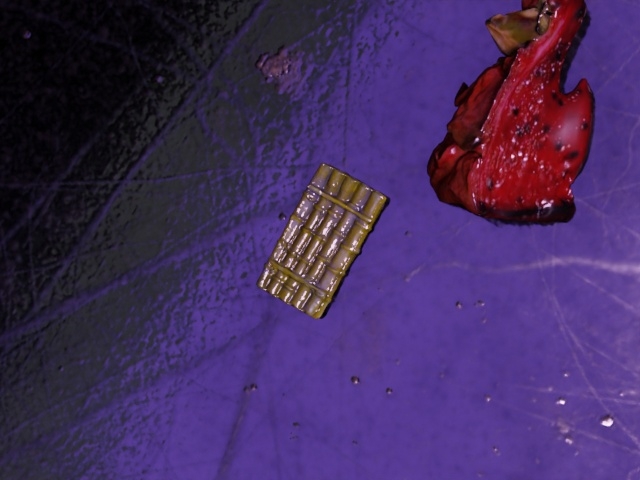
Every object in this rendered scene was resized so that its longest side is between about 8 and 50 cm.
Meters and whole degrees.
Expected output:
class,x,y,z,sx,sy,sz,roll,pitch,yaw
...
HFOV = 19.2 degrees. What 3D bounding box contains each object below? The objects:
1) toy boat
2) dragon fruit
class,x,y,z,sx,sy,sz,roll,pitch,yaw
toy boat,0.000,0.000,1.517,0.063,0.016,0.115,29,93,10
dragon fruit,0.161,-0.105,1.450,0.122,0.092,0.192,24,93,11
